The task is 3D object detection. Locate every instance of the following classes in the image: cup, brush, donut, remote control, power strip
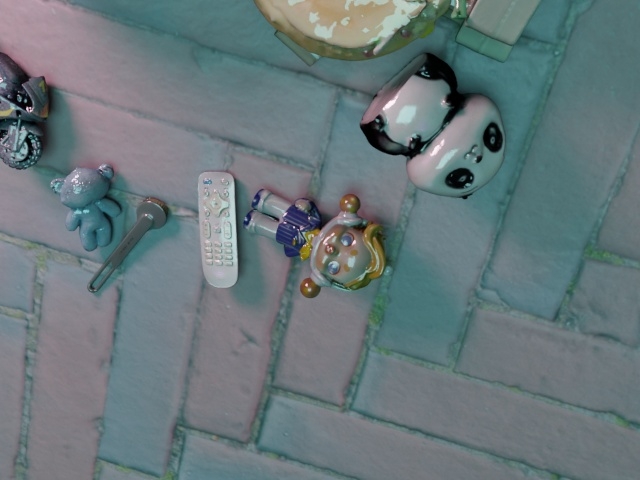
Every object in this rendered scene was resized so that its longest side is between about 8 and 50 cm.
[{"bbox_3d":[-0.026,-0.347,1.391,0.083,0.075,0.054,43,150,-14],"label":"cup"},{"bbox_3d":[-0.387,0.014,1.616,0.062,0.027,0.266,40,117,-9],"label":"brush"},{"bbox_3d":[0.023,-0.459,1.255,0.307,0.150,0.371,-14,103,19],"label":"donut"},{"bbox_3d":[-0.189,-0.019,1.559,0.073,0.044,0.229,2,106,14],"label":"remote control"},{"bbox_3d":[0.272,-0.401,1.230,0.141,0.229,0.261,25,149,0],"label":"power strip"}]

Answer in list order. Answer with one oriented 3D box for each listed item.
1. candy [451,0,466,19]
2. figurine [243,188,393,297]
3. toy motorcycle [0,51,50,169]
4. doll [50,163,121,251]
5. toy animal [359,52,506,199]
[{"bbox_3d":[0.190,-0.538,1.168,0.119,0.119,0.439,-4,92,11],"label":"candy"},{"bbox_3d":[-0.007,0.008,1.502,0.274,0.133,0.193,4,91,13],"label":"figurine"},{"bbox_3d":[-0.598,-0.279,1.477,0.173,0.108,0.307,-40,102,13],"label":"toy motorcycle"},{"bbox_3d":[-0.446,-0.067,1.570,0.120,0.075,0.179,-21,138,-23],"label":"doll"},{"bbox_3d":[0.199,-0.180,1.359,0.235,0.165,0.187,41,96,-7],"label":"toy animal"}]
